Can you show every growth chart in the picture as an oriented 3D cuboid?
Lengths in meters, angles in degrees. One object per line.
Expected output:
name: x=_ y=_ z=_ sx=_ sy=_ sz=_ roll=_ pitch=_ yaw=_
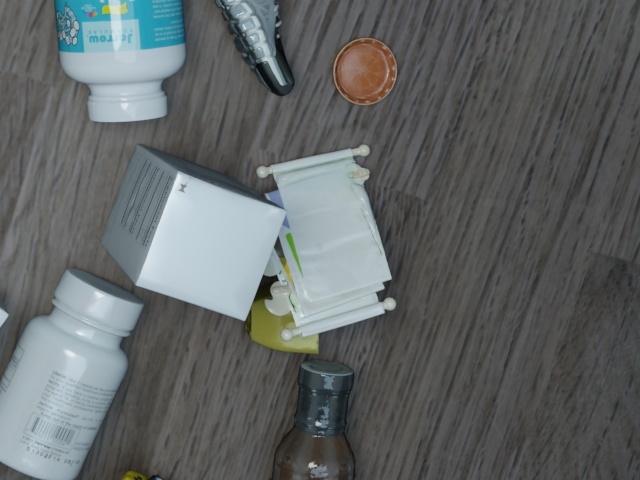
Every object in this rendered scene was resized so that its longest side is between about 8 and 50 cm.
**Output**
growth chart: x=0.000 y=0.000 z=1.826 sx=0.172 sy=0.021 sz=0.237 roll=-7 pitch=73 yaw=-12

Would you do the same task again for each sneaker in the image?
sneaker: x=-0.055 y=-0.295 z=1.772 sx=0.132 sy=0.086 sz=0.229 roll=-32 pitch=107 yaw=-11

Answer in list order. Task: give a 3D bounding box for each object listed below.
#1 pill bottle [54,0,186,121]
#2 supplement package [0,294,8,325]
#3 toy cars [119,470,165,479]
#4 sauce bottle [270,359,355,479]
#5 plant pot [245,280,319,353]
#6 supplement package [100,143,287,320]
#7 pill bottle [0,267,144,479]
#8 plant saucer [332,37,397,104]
pill bottle: x=-0.228 y=-0.270 z=1.689 sx=0.146 sy=0.146 sz=0.264 roll=-7 pitch=102 yaw=-16
supplement package: x=-0.429 y=0.076 z=1.678 sx=0.105 sy=0.179 sz=0.105 roll=38 pitch=88 yaw=-21
toy cars: x=-0.296 y=0.355 z=1.828 sx=0.393 sy=0.087 sz=0.176 roll=-5 pitch=114 yaw=-12
sauce bottle: x=-0.012 y=0.326 z=1.893 sx=0.111 sy=0.111 sz=0.344 roll=5 pitch=101 yaw=-18
plant pot: x=-0.050 y=0.094 z=1.854 sx=0.083 sy=0.081 sz=0.081 roll=-1 pitch=101 yaw=-12
supplement package: x=-0.151 y=-0.014 z=1.711 sx=0.139 sy=0.244 sz=0.134 roll=20 pitch=94 yaw=-19
pill bottle: x=-0.301 y=0.156 z=1.759 sx=0.131 sy=0.131 sz=0.229 roll=24 pitch=93 yaw=-20
plant saucer: x=0.054 y=-0.211 z=1.858 sx=0.083 sy=0.013 sz=0.083 roll=-3 pitch=101 yaw=-17
